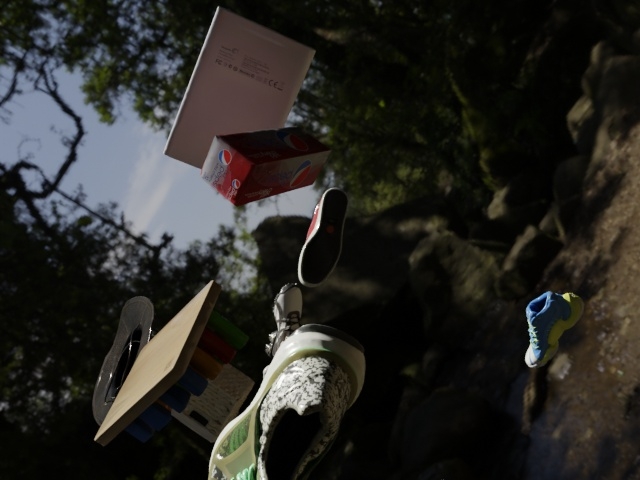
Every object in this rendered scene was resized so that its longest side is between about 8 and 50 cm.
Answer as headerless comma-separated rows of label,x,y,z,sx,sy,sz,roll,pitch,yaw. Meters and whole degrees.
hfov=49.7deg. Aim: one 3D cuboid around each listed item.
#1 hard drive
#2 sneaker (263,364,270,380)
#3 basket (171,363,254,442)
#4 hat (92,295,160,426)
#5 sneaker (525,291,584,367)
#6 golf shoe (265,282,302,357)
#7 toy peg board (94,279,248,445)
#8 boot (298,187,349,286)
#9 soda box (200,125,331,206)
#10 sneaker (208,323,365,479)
hard drive,-0.170,-0.286,1.425,0.040,0.210,0.318,-104,37,-67
sneaker,-0.075,0.403,1.843,0.084,0.215,0.083,-37,21,13
basket,-0.218,0.325,1.434,0.103,0.113,0.167,-57,-5,7
hat,-0.386,0.283,1.532,0.331,0.134,0.331,-40,40,45
sneaker,0.571,0.222,1.798,0.091,0.126,0.240,-86,19,-63
golf shoe,-0.066,0.199,1.611,0.094,0.077,0.198,30,117,49
toy peg board,-0.162,0.158,0.808,0.161,0.079,0.160,-43,17,27
boot,0.000,0.000,1.701,0.176,0.088,0.244,151,137,-79
soda box,-0.089,-0.135,1.202,0.263,0.092,0.083,-23,-33,-59
sneaker,-0.075,0.316,0.980,0.182,0.158,0.410,-69,3,-66
